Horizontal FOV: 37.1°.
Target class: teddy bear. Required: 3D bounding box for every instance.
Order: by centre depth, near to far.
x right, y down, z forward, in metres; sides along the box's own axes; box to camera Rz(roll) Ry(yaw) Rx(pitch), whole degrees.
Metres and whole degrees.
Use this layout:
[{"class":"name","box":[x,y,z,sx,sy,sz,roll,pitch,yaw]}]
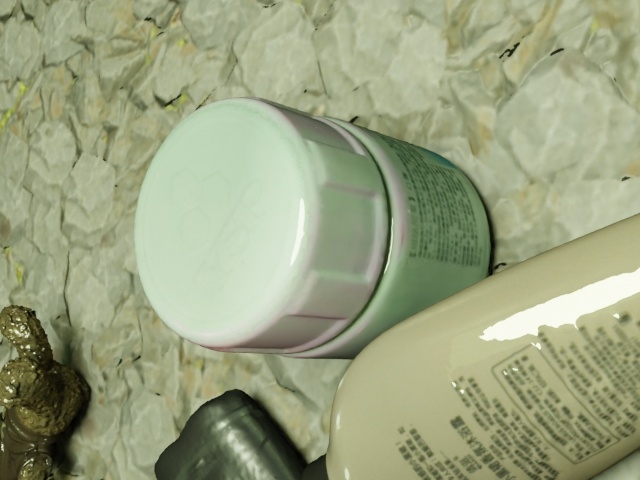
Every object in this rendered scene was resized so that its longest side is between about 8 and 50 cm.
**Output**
[{"class":"teddy bear","box":[-0.221,0.130,0.747,0.119,0.078,0.160,-111,33,-43]}]

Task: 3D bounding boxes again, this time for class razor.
[{"class":"razor","box":[-0.042,0.172,0.603,0.090,0.054,0.148,-53,57,21]}]

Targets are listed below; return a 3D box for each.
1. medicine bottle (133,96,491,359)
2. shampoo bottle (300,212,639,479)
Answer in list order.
[{"class":"medicine bottle","box":[0.000,0.000,0.520,0.135,0.168,0.135,-5,81,38]},{"class":"shampoo bottle","box":[0.093,0.078,0.477,0.257,0.127,0.078,-35,20,23]}]
